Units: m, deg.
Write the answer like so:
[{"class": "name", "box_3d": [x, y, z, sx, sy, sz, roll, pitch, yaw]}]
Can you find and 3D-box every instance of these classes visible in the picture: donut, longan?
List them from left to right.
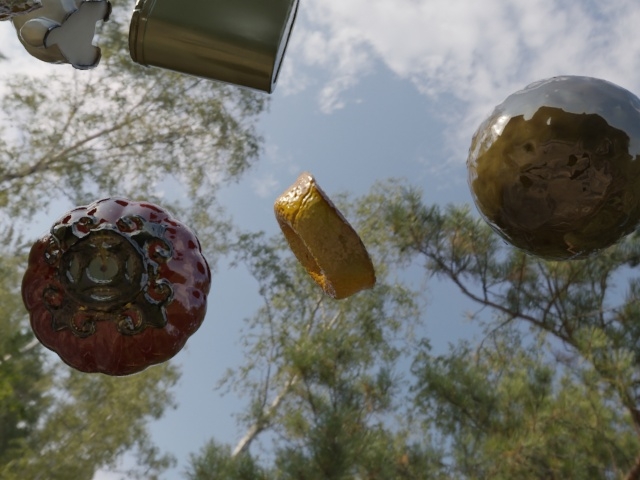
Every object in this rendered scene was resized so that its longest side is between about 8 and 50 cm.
[{"class": "donut", "box_3d": [0.000, 0.000, 1.321, 0.302, 0.110, 0.303, 55, -10, 16]}, {"class": "longan", "box_3d": [0.509, -0.146, 1.256, 0.392, 0.391, 0.390, 13, -59, 23]}]

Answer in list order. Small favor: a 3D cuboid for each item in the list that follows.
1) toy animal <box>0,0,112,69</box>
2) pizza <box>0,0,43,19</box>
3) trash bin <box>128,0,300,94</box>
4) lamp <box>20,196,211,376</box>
[{"class": "toy animal", "box_3d": [-0.689, -0.545, 1.407, 0.358, 0.258, 0.193, 27, -78, 10]}, {"class": "pizza", "box_3d": [-0.283, -0.194, 0.435, 0.182, 0.161, 0.062, 3, -87, 40]}, {"class": "trash bin", "box_3d": [-0.176, -0.383, 1.041, 0.248, 0.243, 0.121, 15, -21, -1]}, {"class": "lamp", "box_3d": [-0.252, 0.058, 0.758, 0.227, 0.227, 0.226, 13, -59, 23]}]
